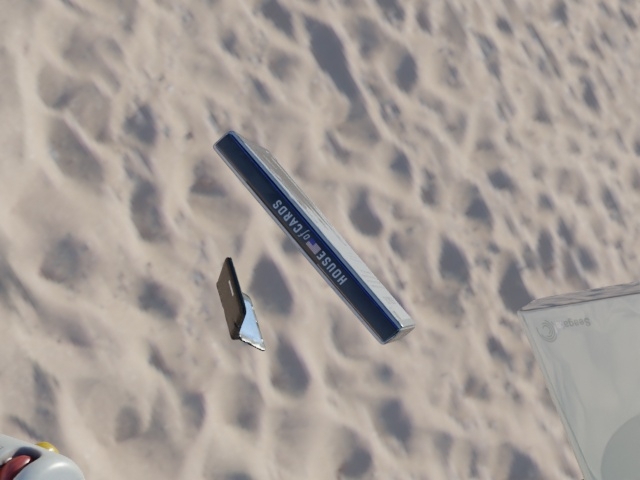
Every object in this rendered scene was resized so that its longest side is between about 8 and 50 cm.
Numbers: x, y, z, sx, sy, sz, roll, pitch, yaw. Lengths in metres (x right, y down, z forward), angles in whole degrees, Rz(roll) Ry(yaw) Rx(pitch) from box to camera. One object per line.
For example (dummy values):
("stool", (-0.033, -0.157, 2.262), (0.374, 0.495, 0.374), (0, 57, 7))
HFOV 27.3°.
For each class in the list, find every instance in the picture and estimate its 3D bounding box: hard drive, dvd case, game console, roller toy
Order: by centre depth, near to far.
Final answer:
("hard drive", (0.304, 0.186, 1.148), (0.040, 0.203, 0.307), (-27, 96, -35))
("dvd case", (0.000, 0.000, 1.260), (0.238, 0.029, 0.179), (50, 5, 7))
("roller toy", (-0.398, 0.343, 1.651), (0.209, 0.146, 0.191), (-69, 155, -15))
("game console", (-0.121, 0.103, 2.134), (0.071, 0.107, 0.122), (0, 46, -23))

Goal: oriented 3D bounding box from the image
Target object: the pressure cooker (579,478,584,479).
("pressure cooker", (0.308, 0.514, 1.436), (0.375, 0.370, 0.420), (-33, 78, -20))
